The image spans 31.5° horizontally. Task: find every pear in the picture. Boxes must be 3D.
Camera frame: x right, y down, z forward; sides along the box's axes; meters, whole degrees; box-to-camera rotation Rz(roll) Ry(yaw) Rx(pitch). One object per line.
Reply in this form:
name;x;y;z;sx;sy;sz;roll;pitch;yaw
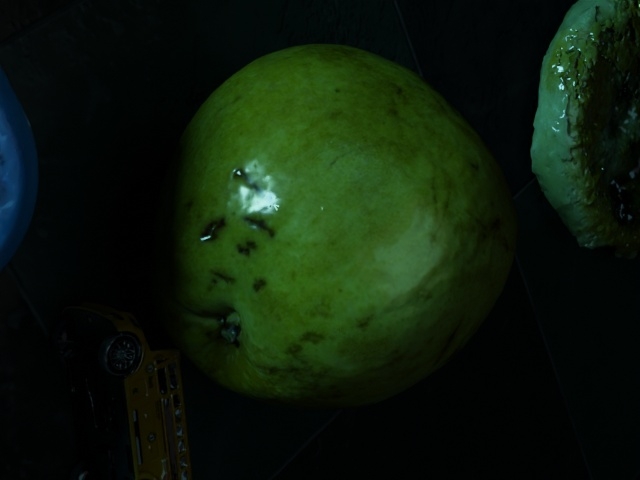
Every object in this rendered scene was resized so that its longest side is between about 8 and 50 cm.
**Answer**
pear;0.000;0.000;0.958;0.304;0.304;0.303;-7;101;-41

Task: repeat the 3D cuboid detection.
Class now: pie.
pie;0.369;-0.154;1.406;0.296;0.078;0.371;-15;107;-39

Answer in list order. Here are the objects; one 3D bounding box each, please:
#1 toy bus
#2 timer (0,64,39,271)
toy bus;-0.162;0.143;0.962;0.088;0.083;0.194;-17;110;-43
timer;-0.355;-0.079;0.678;0.309;0.115;0.340;-30;117;-16
